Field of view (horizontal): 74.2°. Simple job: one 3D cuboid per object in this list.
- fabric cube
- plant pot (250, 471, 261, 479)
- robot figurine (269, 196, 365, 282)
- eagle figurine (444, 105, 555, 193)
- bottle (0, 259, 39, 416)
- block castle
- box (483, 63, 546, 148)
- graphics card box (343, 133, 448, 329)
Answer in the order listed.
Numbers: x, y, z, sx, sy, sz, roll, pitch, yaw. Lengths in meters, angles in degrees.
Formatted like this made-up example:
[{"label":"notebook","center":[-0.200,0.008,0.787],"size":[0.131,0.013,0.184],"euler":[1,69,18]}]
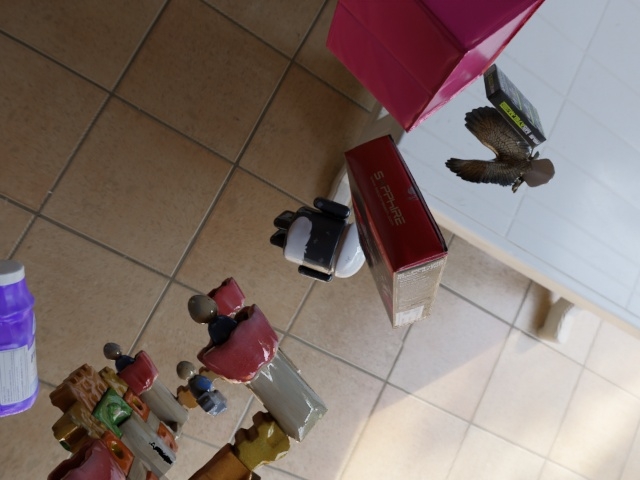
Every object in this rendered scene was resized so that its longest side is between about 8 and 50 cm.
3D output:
[{"label":"fabric cube","center":[0.205,-0.418,0.798],"size":[0.254,0.259,0.258],"euler":[-38,84,-18]},{"label":"plant pot","center":[-0.204,0.540,0.892],"size":[0.109,0.109,0.096],"euler":[23,115,24]},{"label":"robot figurine","center":[0.000,0.001,1.225],"size":[0.279,0.209,0.173],"euler":[19,64,9]},{"label":"eagle figurine","center":[0.590,-0.271,1.404],"size":[0.299,0.225,0.226],"euler":[24,47,-27]},{"label":"bottle","center":[-0.572,0.175,0.770],"size":[0.092,0.118,0.282],"euler":[-3,112,-35]},{"label":"block castle","center":[-0.206,0.203,0.628],"size":[0.303,0.453,0.212],"euler":[-41,101,-12]},{"label":"box","center":[0.495,-0.349,1.086],"size":[0.184,0.045,0.190],"euler":[40,39,-18]},{"label":"graphics card box","center":[0.137,0.010,0.802],"size":[0.094,0.371,0.232],"euler":[-20,64,1]}]
